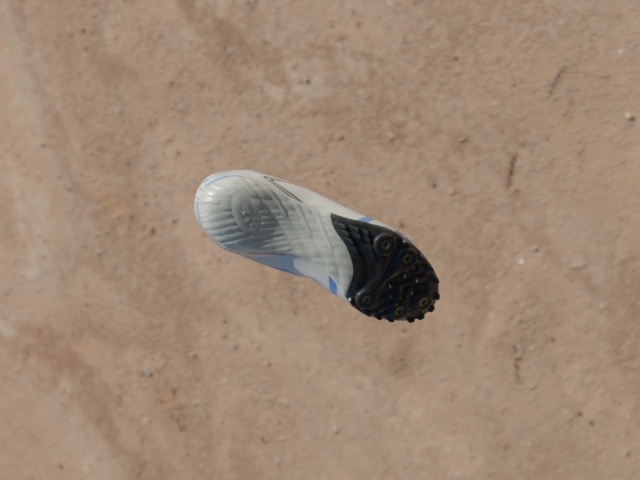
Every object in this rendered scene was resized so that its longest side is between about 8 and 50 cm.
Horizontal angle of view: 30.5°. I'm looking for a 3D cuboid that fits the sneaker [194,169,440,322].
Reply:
[{"bbox_3d":[0.000,0.000,1.045,0.237,0.086,0.085,25,102,-11],"label":"sneaker"}]
